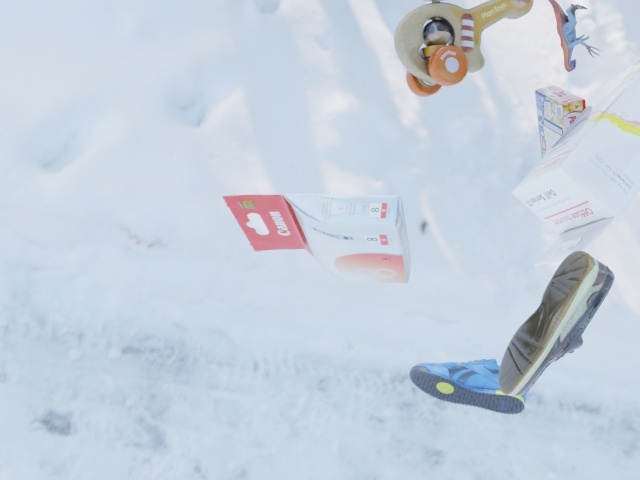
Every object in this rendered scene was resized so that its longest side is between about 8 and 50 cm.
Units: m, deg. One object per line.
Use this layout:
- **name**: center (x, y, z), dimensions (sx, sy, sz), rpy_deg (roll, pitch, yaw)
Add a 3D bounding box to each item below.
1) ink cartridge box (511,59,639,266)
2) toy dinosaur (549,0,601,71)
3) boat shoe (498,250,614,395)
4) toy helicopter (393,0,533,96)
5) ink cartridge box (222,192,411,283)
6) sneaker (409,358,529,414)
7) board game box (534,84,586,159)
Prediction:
- **ink cartridge box**: center (0.444, -0.130, 1.294), dimensions (0.119, 0.207, 0.353), rpy_deg (42, 79, 0)
- **toy dinosaur**: center (0.317, -0.261, 1.037), dimensions (0.090, 0.082, 0.047), rpy_deg (21, 24, 10)
- **boat shoe**: center (0.220, 0.084, 0.747), dimensions (0.049, 0.152, 0.056), rpy_deg (24, 17, -17)
- **toy helicopter**: center (0.309, -0.483, 1.754), dimensions (0.355, 0.140, 0.235), rpy_deg (-30, 97, -17)
- **ink cartridge box**: center (0.000, 0.000, 0.838), dimensions (0.179, 0.145, 0.045), rpy_deg (-1, 66, 10)
- **sneaker**: center (0.264, 0.244, 1.437), dimensions (0.209, 0.069, 0.082), rpy_deg (12, 48, 10)
- **board game box**: center (0.457, -0.183, 1.529), dimensions (0.045, 0.193, 0.147), rpy_deg (-12, 22, -1)
